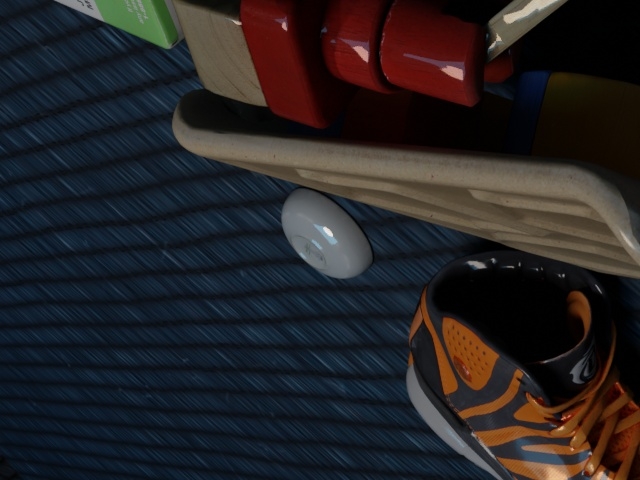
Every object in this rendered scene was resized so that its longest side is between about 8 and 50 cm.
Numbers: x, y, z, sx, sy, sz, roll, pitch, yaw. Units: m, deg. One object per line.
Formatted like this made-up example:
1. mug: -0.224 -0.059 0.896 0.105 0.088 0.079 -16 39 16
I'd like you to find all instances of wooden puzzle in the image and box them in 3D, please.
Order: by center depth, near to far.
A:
1. wooden puzzle: 0.144 -0.026 0.937 0.322 0.081 0.348 16 -179 -38

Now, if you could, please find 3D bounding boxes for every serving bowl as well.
1. serving bowl: 0.000 0.000 1.414 0.083 0.027 0.083 35 155 19

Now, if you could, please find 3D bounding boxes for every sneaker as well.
1. sneaker: 0.182 0.129 1.216 0.321 0.124 0.180 36 156 19

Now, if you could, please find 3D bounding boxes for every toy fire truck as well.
1. toy fire truck: 0.076 -0.149 0.833 0.246 0.217 0.158 20 146 30

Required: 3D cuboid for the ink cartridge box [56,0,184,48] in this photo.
1. ink cartridge box: -0.175 -0.259 1.158 0.273 0.115 0.198 25 149 39
